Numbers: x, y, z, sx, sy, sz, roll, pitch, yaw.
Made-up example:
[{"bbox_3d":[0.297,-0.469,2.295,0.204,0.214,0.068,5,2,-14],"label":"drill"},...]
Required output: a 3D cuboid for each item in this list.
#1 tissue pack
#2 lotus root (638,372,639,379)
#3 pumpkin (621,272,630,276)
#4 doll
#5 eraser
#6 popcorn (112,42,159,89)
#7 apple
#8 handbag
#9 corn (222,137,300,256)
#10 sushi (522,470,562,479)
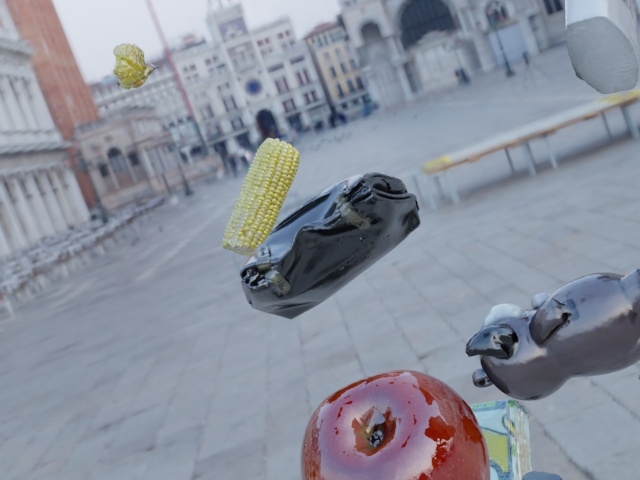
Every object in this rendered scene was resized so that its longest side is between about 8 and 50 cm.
[{"bbox_3d":[0.339,0.517,2.139,0.228,0.311,0.128,-14,-29,27],"label":"tissue pack"},{"bbox_3d":[0.693,0.120,1.716,0.375,0.111,0.390,-53,-11,24],"label":"lotus root"},{"bbox_3d":[0.522,0.075,1.560,0.073,0.035,0.101,-7,50,0],"label":"pumpkin"},{"bbox_3d":[0.292,0.112,1.171,0.257,0.117,0.182,-25,-39,26],"label":"doll"},{"bbox_3d":[0.409,-0.371,1.444,0.094,0.270,0.174,-10,-34,27],"label":"eraser"},{"bbox_3d":[-0.321,-0.303,1.724,0.084,0.084,0.084,-20,7,2],"label":"popcorn"},{"bbox_3d":[0.097,0.303,1.322,0.260,0.216,0.260,-12,44,12],"label":"apple"},{"bbox_3d":[0.000,0.000,1.631,0.342,0.152,0.288,-39,-9,4],"label":"handbag"},{"bbox_3d":[-0.118,-0.085,1.967,0.093,0.093,0.244,-4,61,67],"label":"corn"},{"bbox_3d":[0.426,0.472,1.879,0.083,0.046,0.044,0,28,45],"label":"sushi"}]
